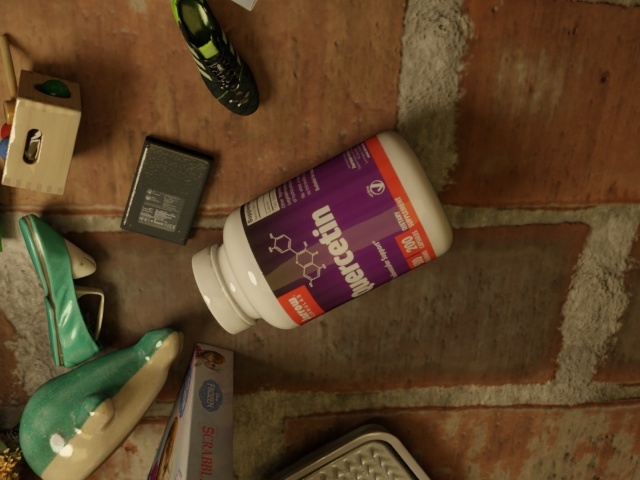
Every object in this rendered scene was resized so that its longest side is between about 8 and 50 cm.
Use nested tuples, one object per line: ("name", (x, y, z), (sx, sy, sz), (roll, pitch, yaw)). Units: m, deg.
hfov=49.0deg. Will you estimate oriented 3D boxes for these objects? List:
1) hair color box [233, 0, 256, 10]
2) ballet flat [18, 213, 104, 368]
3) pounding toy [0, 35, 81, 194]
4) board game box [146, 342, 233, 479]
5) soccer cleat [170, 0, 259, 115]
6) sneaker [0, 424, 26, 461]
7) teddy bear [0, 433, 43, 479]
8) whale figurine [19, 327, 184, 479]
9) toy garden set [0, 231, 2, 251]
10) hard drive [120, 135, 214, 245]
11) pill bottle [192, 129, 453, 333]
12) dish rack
("hair color box", (-0.214, -0.386, 0.711), (0.374, 0.185, 0.114), (25, 110, -18))
("ballet flat", (-0.354, 0.065, 0.988), (0.087, 0.083, 0.247), (-17, 120, -26))
("pounding toy", (-0.350, -0.153, 0.852), (0.100, 0.130, 0.141), (10, 115, -25))
("board game box", (-0.203, 0.368, 1.017), (0.065, 0.319, 0.318), (17, 112, -15))
("soccer cleat", (-0.131, -0.227, 0.865), (0.060, 0.072, 0.179), (-27, 117, 6))
("sneaker", (-0.483, 0.315, 1.108), (0.135, 0.052, 0.058), (6, 106, -18))
("teddy bear", (-0.515, 0.402, 1.044), (0.245, 0.113, 0.338), (3, 134, -30))
("whale figurine", (-0.315, 0.217, 1.009), (0.141, 0.216, 0.272), (39, 82, 1))
("toy garden set", (-0.535, -0.068, 0.865), (0.244, 0.049, 0.204), (-9, 119, -31))
("hard drive", (-0.211, -0.066, 0.963), (0.094, 0.022, 0.135), (17, 113, -15))
("pill bottle", (0.000, 0.000, 0.935), (0.323, 0.181, 0.181), (-28, 117, 6))
("dish rack", (0.070, 0.473, 1.243), (0.285, 0.072, 0.333), (-31, 116, 9))
